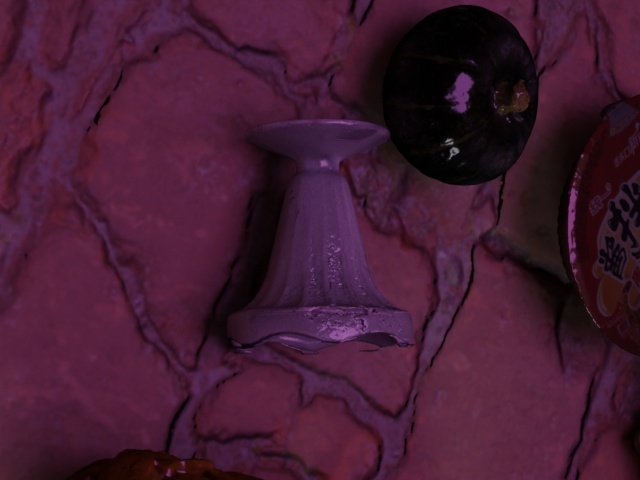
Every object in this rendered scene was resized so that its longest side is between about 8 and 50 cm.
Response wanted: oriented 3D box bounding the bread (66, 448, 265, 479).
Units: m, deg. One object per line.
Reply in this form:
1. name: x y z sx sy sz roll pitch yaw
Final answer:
1. bread: -0.030 0.300 1.364 0.398 0.398 0.215 25 81 -32

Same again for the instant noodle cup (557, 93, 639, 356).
1. instant noodle cup: 0.320 -0.017 1.756 0.274 0.090 0.274 0 91 -34

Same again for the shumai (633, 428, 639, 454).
1. shumai: 0.399 0.195 1.786 0.153 0.209 0.161 -29 99 15

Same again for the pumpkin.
1. pumpkin: 0.132 -0.135 1.609 0.167 0.125 0.167 0 89 -28

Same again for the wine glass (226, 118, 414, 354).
1. wine glass: 0.000 0.000 1.502 0.165 0.165 0.197 4 84 -34
